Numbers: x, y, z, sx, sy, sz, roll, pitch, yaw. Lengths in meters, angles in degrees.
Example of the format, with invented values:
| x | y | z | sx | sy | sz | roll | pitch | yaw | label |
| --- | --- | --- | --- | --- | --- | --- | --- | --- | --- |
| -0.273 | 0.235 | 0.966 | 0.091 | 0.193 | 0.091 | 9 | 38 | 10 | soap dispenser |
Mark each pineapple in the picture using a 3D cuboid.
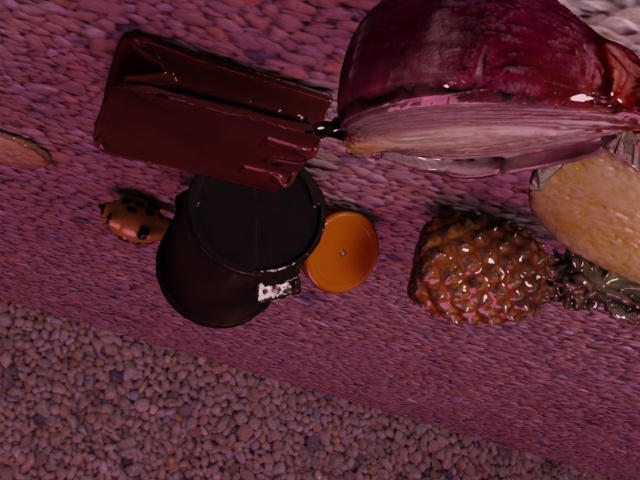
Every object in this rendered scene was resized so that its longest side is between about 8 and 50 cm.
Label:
| x | y | z | sx | sy | sz | roll | pitch | yaw | label |
| --- | --- | --- | --- | --- | --- | --- | --- | --- | --- |
| 0.312 | 0.059 | 1.755 | 0.361 | 0.175 | 0.175 | 13 | 164 | 3 | pineapple |

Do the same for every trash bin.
| x | y | z | sx | sy | sz | roll | pitch | yaw | label |
| --- | --- | --- | --- | --- | --- | --- | --- | --- | --- |
| -0.126 | -0.002 | 1.797 | 0.203 | 0.252 | 0.301 | -19 | 169 | -20 | trash bin |

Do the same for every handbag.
| x | y | z | sx | sy | sz | roll | pitch | yaw | label |
| --- | --- | --- | --- | --- | --- | --- | --- | --- | --- |
| -0.141 | -0.154 | 1.538 | 0.276 | 0.084 | 0.260 | 16 | 161 | -13 | handbag |

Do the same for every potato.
| x | y | z | sx | sy | sz | roll | pitch | yaw | label |
| --- | --- | --- | --- | --- | --- | --- | --- | --- | --- |
| 0.396 | -0.055 | 1.388 | 0.299 | 0.116 | 0.239 | 19 | 151 | 16 | potato |

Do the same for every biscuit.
| x | y | z | sx | sy | sz | roll | pitch | yaw | label |
| --- | --- | --- | --- | --- | --- | --- | --- | --- | --- |
| -0.507 | -0.145 | 1.950 | 0.152 | 0.020 | 0.152 | 12 | 164 | 4 | biscuit |

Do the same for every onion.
| x | y | z | sx | sy | sz | roll | pitch | yaw | label |
| --- | --- | --- | --- | --- | --- | --- | --- | --- | --- |
| 0.185 | -0.162 | 1.116 | 0.349 | 0.159 | 0.267 | -3 | 171 | 24 | onion |

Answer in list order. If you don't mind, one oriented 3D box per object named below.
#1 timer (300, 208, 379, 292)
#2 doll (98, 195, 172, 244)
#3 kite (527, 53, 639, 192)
| x | y | z | sx | sy | sz | roll | pitch | yaw | label |
| --- | --- | --- | --- | --- | --- | --- | --- | --- | --- |
| 0.000 | 0.000 | 1.924 | 0.132 | 0.132 | 0.152 | 23 | -177 | -33 | timer |
| -0.250 | -0.008 | 2.112 | 0.291 | 0.086 | 0.117 | 20 | -157 | -31 | doll |
| 0.277 | -0.124 | 1.292 | 0.229 | 0.012 | 0.250 | 35 | 143 | 2 | kite |
